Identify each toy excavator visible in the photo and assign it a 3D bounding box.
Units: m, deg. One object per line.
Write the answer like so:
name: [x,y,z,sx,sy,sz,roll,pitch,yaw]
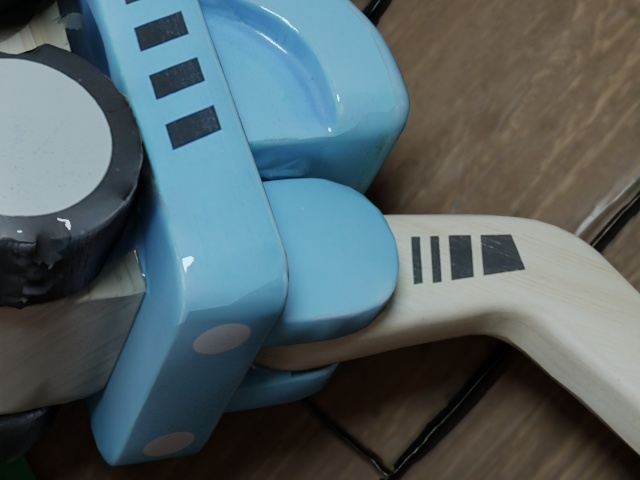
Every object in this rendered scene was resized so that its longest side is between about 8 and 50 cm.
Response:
toy excavator: [0.000,0.000,0.747,0.445,0.222,0.433,-8,60,-24]

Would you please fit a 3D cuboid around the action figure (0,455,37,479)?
action figure: [-0.218,0.091,0.806,0.063,0.137,0.232,-31,74,10]
